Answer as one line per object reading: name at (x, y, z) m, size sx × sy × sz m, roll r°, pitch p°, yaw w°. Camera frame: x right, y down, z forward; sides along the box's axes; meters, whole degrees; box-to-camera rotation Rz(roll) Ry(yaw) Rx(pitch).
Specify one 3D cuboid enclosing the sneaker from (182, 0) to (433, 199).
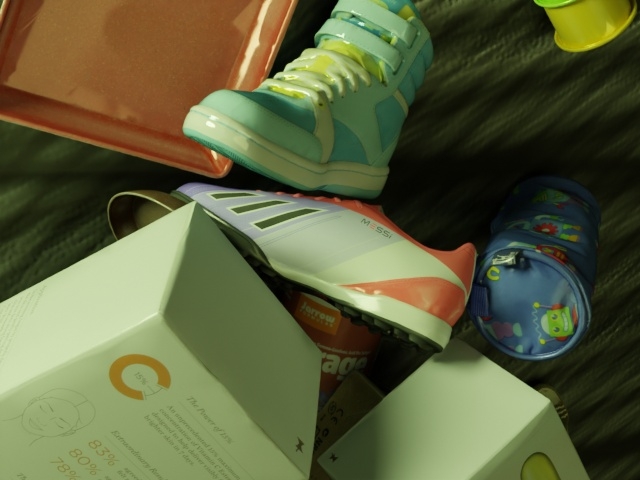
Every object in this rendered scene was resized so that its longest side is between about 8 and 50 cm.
sneaker at (0.000, -0.156, 0.988) m, size 0.319 × 0.127 × 0.208 m, roll 2°, pitch 113°, yaw -67°

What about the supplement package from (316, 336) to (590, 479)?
supplement package at (0.146, 0.249, 1.043) m, size 0.194 × 0.149 × 0.203 m, roll -40°, pitch 125°, yaw -12°

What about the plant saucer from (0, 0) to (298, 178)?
plant saucer at (-0.162, -0.209, 0.976) m, size 0.259 × 0.048 × 0.258 m, roll 14°, pitch 108°, yaw -31°

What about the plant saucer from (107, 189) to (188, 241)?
plant saucer at (-0.138, 0.010, 1.041) m, size 0.029 × 0.168 × 0.168 m, roll -48°, pitch 130°, yaw -31°

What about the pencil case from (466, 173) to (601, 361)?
pencil case at (0.233, 0.021, 1.141) m, size 0.133 × 0.306 × 0.119 m, roll 11°, pitch 112°, yaw 14°

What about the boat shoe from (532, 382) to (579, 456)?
boat shoe at (0.314, 0.251, 1.441) m, size 0.056 × 0.048 × 0.153 m, roll -26°, pitch 117°, yaw 3°

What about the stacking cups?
stacking cups at (0.223, -0.340, 1.065) m, size 0.096 × 0.096 × 0.316 m, roll -39°, pitch 124°, yaw -3°

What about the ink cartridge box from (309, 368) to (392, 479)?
ink cartridge box at (0.046, 0.286, 1.148) m, size 0.193 × 0.088 × 0.234 m, roll 35°, pitch 91°, yaw -36°

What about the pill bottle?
pill bottle at (0.012, 0.089, 1.164) m, size 0.121 × 0.121 × 0.216 m, roll 7°, pitch 111°, yaw -28°

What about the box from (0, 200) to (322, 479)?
box at (-0.202, 0.152, 0.972) m, size 0.345 × 0.168 × 0.215 m, roll -26°, pitch 120°, yaw 21°

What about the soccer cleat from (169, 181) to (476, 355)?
soccer cleat at (0.000, 0.000, 1.053) m, size 0.116 × 0.318 × 0.108 m, roll -62°, pitch 165°, yaw -11°
